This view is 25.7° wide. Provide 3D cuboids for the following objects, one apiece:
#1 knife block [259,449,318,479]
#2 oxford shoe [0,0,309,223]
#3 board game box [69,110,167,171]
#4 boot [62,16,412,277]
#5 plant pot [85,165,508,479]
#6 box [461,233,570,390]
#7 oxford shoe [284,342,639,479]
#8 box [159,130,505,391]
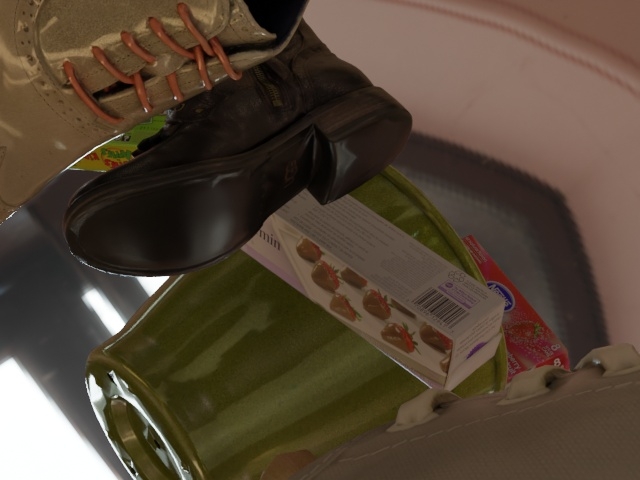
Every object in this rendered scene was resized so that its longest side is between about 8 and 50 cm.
[{"bbox_3d":[0.050,0.240,0.808,0.242,0.276,0.088,11,-69,10],"label":"knife block"},{"bbox_3d":[-0.107,-0.120,0.720,0.146,0.397,0.140,42,2,36],"label":"oxford shoe"},{"bbox_3d":[-0.204,-0.116,1.416,0.181,0.092,0.043,5,-38,13],"label":"board game box"},{"bbox_3d":[-0.091,-0.104,0.907,0.229,0.263,0.091,50,-35,27],"label":"boot"},{"bbox_3d":[-0.049,0.134,1.528,0.366,0.353,0.366,39,-32,31],"label":"plant pot"},{"bbox_3d":[0.209,0.126,1.832,0.257,0.128,0.123,-124,-166,-45],"label":"box"},{"bbox_3d":[0.088,0.079,0.355,0.130,0.449,0.169,65,4,35],"label":"oxford shoe"},{"bbox_3d":[0.000,0.000,1.099,0.324,0.067,0.063,34,-41,29],"label":"box"}]
